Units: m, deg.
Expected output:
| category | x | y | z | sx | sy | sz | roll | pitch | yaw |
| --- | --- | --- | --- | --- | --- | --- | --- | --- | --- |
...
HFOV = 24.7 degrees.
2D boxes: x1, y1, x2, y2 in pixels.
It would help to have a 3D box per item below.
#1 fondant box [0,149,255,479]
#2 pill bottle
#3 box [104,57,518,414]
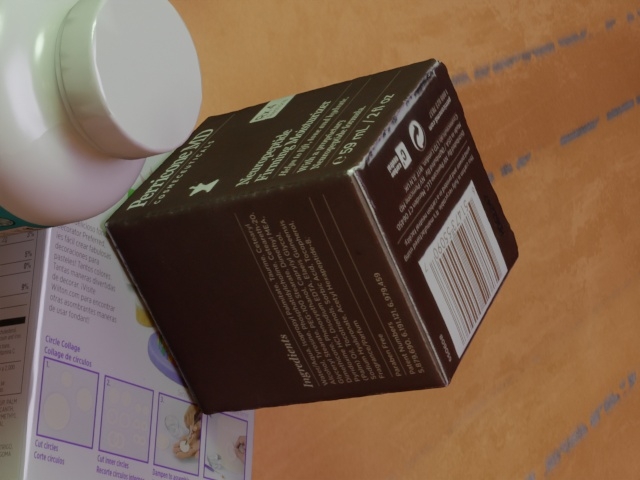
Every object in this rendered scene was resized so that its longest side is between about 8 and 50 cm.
| category | x | y | z | sx | sy | sz | roll | pitch | yaw |
| --- | --- | --- | --- | --- | --- | --- | --- | --- | --- |
| fondant box | -0.150 | 0.093 | 1.031 | 0.238 | 0.096 | 0.330 | 28 | 60 | -52 |
| pill bottle | -0.199 | -0.073 | 0.837 | 0.146 | 0.264 | 0.146 | 23 | 62 | -53 |
| box | 0.000 | 0.000 | 1.013 | 0.167 | 0.203 | 0.168 | 65 | 34 | -22 |
